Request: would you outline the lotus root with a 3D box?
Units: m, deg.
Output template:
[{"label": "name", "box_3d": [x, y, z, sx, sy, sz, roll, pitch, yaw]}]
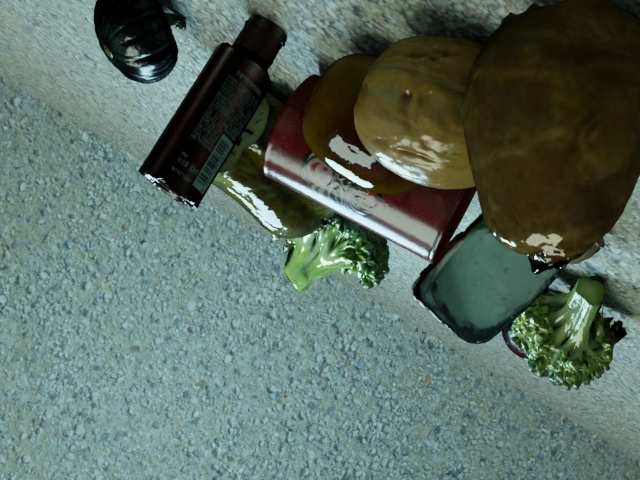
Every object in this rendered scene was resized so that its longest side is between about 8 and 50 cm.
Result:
[{"label": "lotus root", "box_3d": [-0.091, -0.147, 1.973, 0.250, 0.250, 0.346, 19, 162, 49]}]

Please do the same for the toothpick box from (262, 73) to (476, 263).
[{"label": "toothpick box", "box_3d": [0.093, -0.124, 1.645, 0.333, 0.204, 0.204, 28, 170, 11]}]

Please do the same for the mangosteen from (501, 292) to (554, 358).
[{"label": "mangosteen", "box_3d": [0.497, 0.190, 2.214, 0.172, 0.172, 0.184, 26, 150, 22]}]

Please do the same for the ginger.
[{"label": "ginger", "box_3d": [0.241, -0.125, 0.993, 0.223, 0.269, 0.200, 46, 153, -3]}]

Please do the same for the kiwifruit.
[{"label": "kiwifruit", "box_3d": [0.092, -0.170, 1.446, 0.234, 0.196, 0.196, 29, 171, -4]}]

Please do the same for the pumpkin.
[{"label": "pumpkin", "box_3d": [-0.341, -0.381, 1.767, 0.194, 0.150, 0.194, 27, 159, 11]}]

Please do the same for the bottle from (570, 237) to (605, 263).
[{"label": "bottle", "box_3d": [0.405, -0.015, 1.602, 0.152, 0.099, 0.099, 35, 169, -37]}]

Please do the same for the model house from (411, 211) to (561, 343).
[{"label": "model house", "box_3d": [0.325, 0.047, 1.824, 0.184, 0.253, 0.291, 42, -169, 5]}]

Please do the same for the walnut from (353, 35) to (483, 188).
[{"label": "walnut", "box_3d": [0.153, -0.168, 1.249, 0.222, 0.195, 0.195, 20, 167, 28]}]

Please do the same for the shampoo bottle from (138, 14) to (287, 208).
[{"label": "shampoo bottle", "box_3d": [-0.167, -0.217, 1.567, 0.084, 0.323, 0.129, 21, 168, 44]}]

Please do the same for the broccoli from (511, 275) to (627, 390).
[{"label": "broccoli", "box_3d": [0.522, 0.155, 1.976, 0.247, 0.263, 0.243, -1, 146, -10]}]

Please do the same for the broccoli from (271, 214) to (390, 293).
[{"label": "broccoli", "box_3d": [0.019, -0.016, 2.418, 0.334, 0.272, 0.324, -163, 54, -78]}]
